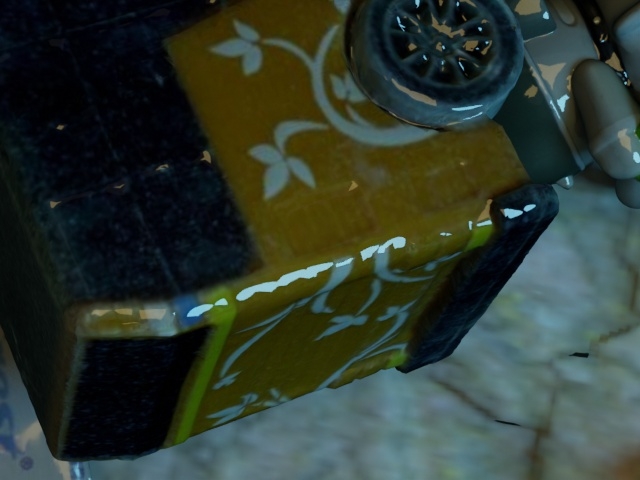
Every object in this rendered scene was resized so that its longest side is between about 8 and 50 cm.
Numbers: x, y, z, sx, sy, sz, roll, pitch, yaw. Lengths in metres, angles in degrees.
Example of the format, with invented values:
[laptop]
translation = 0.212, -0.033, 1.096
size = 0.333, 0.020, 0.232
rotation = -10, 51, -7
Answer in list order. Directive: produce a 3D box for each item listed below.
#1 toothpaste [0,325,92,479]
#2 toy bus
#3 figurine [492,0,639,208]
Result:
[toothpaste]
translation = -0.154, 0.079, 0.684
size = 0.099, 0.068, 0.282
rotation = -7, 88, 24
[toy bus]
translation = -0.069, -0.096, 0.622
size = 0.194, 0.162, 0.323
rotation = -19, 71, -19
[figurine]
translation = 0.133, -0.079, 0.684
size = 0.192, 0.147, 0.126
rotation = -31, 98, 6
